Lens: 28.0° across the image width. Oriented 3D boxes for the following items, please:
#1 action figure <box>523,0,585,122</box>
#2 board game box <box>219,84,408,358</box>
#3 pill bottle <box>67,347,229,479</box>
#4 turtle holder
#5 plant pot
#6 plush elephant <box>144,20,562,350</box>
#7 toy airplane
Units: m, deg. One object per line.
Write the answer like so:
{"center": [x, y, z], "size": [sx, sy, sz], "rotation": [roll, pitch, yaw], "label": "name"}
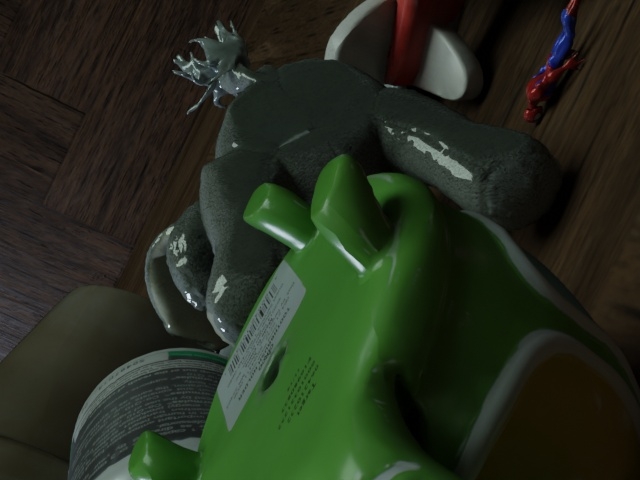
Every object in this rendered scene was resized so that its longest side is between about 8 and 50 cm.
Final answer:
{"center": [0.187, -0.144, 1.002], "size": [0.038, 0.030, 0.115], "rotation": [-84, 18, -68], "label": "action figure"}
{"center": [0.019, -0.069, 1.451], "size": [0.390, 0.050, 0.390], "rotation": [-47, 22, 52], "label": "board game box"}
{"center": [-0.109, 0.233, 1.055], "size": [0.204, 0.204, 0.361], "rotation": [-63, 13, 7], "label": "pill bottle"}
{"center": [0.058, 0.091, 0.640], "size": [0.320, 0.227, 0.243], "rotation": [-36, 30, 61], "label": "turtle holder"}
{"center": [-0.252, 0.216, 1.408], "size": [0.323, 0.323, 0.280], "rotation": [-40, 22, 59], "label": "plant pot"}
{"center": [0.000, 0.000, 1.043], "size": [0.271, 0.255, 0.330], "rotation": [-29, 46, -15], "label": "plush elephant"}
{"center": [0.082, -0.322, 1.174], "size": [0.386, 0.272, 0.384], "rotation": [-29, 56, 36], "label": "toy airplane"}
